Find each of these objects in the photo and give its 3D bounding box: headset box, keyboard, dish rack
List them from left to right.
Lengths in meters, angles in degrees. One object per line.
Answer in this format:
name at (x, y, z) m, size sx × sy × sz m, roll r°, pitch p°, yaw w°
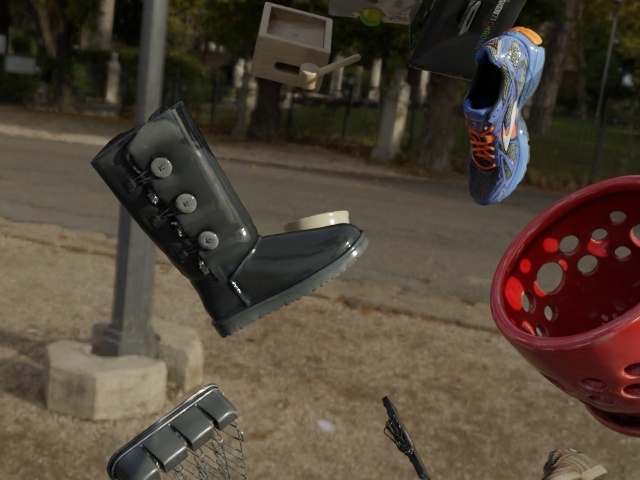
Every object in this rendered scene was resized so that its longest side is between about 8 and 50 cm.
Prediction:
dish rack at (-0.201, 0.380, 1.225) m, size 0.208 × 0.271 × 0.074 m, roll -33°, pitch 45°, yaw -32°
keyboard at (0.153, 0.385, 1.520) m, size 0.038 × 0.100 × 0.192 m, roll -31°, pitch 44°, yaw 3°
headset box at (0.234, -0.426, 1.232) m, size 0.131 × 0.246 × 0.283 m, roll 11°, pitch 54°, yaw -9°

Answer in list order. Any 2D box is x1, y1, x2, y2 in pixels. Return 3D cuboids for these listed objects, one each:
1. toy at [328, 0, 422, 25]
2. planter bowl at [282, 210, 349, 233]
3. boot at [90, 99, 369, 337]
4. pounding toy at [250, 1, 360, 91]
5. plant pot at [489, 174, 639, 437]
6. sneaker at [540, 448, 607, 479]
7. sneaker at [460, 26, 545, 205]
toy at (0.086, -0.384, 1.150) m, size 0.137 × 0.056 × 0.237 m, roll 7°, pitch -8°, yaw -2°
planter bowl at (0.000, 0.000, 1.897) m, size 0.162 × 0.109 × 0.162 m, roll -13°, pitch -4°, yaw -1°
boot at (-0.168, -0.077, 1.521) m, size 0.367 × 0.445 × 0.146 m, roll -31°, pitch 12°, yaw 5°
pounding toy at (-0.028, -0.310, 1.384) m, size 0.181 × 0.094 × 0.206 m, roll 12°, pitch 42°, yaw -8°
plant pot at (0.273, 0.068, 0.689) m, size 0.174 × 0.191 × 0.191 m, roll 47°, pitch -6°, yaw -23°
sneaker at (0.354, 0.348, 1.164) m, size 0.188 × 0.066 × 0.071 m, roll 13°, pitch 20°, yaw -49°
sneaker at (0.205, -0.147, 0.963) m, size 0.087 × 0.221 × 0.083 m, roll -15°, pitch 27°, yaw -37°
